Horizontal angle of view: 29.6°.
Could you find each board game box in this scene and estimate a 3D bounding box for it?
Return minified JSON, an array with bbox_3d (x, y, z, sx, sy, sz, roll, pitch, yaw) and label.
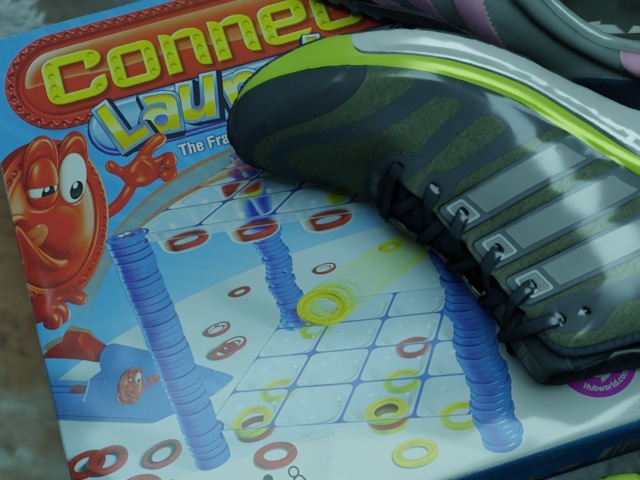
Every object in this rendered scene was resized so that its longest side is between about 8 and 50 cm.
[{"bbox_3d":[0.000,0.000,0.646,0.308,0.086,0.302,-17,67,-6],"label":"board game box"}]

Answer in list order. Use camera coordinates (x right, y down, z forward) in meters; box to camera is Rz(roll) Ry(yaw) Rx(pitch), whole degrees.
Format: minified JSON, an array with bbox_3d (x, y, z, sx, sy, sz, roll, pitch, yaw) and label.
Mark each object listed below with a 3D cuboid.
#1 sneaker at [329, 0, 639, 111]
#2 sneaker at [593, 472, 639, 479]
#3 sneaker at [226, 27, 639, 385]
[{"bbox_3d":[0.079,-0.160,0.595,0.319,0.131,0.112,30,70,13],"label":"sneaker"},{"bbox_3d":[0.254,0.182,0.558,0.295,0.109,0.124,3,69,12],"label":"sneaker"},{"bbox_3d":[0.093,-0.005,0.543,0.299,0.111,0.121,17,72,11],"label":"sneaker"}]
